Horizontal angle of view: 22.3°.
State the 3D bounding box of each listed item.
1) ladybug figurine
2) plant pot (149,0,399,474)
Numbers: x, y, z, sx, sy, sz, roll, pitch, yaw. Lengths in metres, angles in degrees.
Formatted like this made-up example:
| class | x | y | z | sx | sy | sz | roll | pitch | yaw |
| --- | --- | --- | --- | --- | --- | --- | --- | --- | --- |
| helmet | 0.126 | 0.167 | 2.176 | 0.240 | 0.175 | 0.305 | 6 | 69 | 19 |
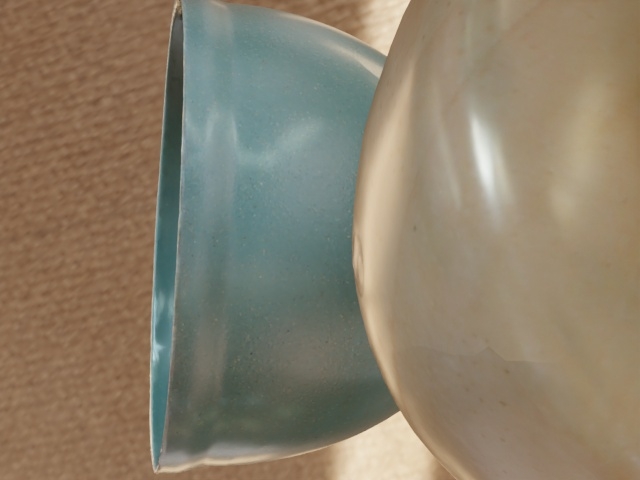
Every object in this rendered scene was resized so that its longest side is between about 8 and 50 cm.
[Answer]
| class | x | y | z | sx | sy | sz | roll | pitch | yaw |
| --- | --- | --- | --- | --- | --- | --- | --- | --- | --- |
| ladybug figurine | 0.169 | -0.023 | 0.632 | 0.162 | 0.449 | 0.305 | -32 | 84 | 45 |
| plant pot | 0.000 | 0.000 | 1.005 | 0.196 | 0.293 | 0.293 | 3 | 113 | -9 |
